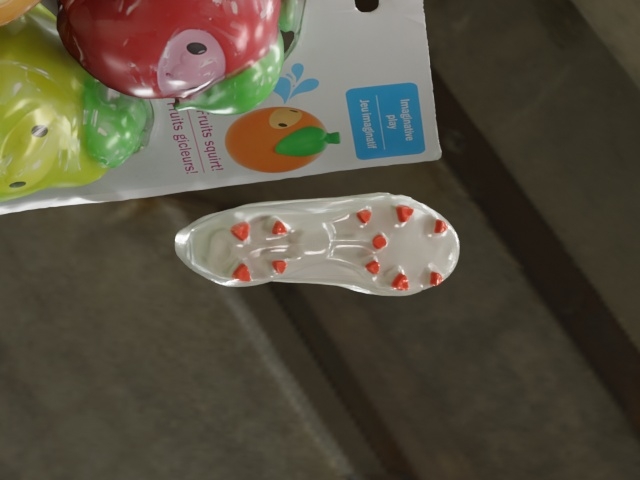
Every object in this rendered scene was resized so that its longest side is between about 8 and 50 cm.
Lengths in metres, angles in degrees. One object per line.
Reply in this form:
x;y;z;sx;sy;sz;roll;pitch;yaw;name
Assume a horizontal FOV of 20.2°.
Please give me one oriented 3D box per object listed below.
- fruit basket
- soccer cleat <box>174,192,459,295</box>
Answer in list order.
-0.126;-0.110;0.883;0.353;0.327;0.165;-2;-127;7;fruit basket
0.000;0.000;1.167;0.076;0.196;0.068;14;-79;58;soccer cleat
